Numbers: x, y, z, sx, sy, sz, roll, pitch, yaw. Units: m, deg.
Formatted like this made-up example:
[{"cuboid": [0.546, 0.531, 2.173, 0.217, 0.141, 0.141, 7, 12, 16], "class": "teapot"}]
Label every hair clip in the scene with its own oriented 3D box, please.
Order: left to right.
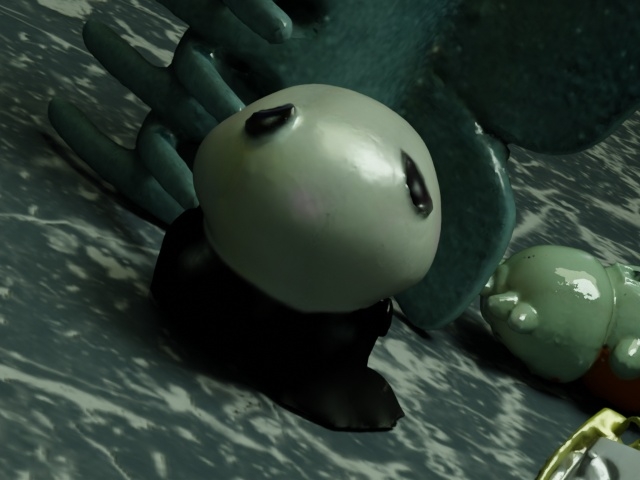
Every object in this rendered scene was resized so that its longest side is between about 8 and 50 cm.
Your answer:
[{"cuboid": [0.006, -0.142, 1.238, 0.238, 0.318, 0.392, 10, 27, -43], "class": "hair clip"}]

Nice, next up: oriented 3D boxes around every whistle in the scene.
[{"cuboid": [0.210, 0.065, 1.313, 0.253, 0.106, 0.101, 17, 50, -12], "class": "whistle"}]

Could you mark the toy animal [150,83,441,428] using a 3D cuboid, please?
[{"cuboid": [0.000, 0.000, 1.073, 0.166, 0.179, 0.138, 19, 32, -6], "class": "toy animal"}]

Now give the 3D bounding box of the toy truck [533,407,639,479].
[{"cuboid": [0.221, 0.199, 0.926, 0.286, 0.111, 0.136, 40, 50, 8], "class": "toy truck"}]
